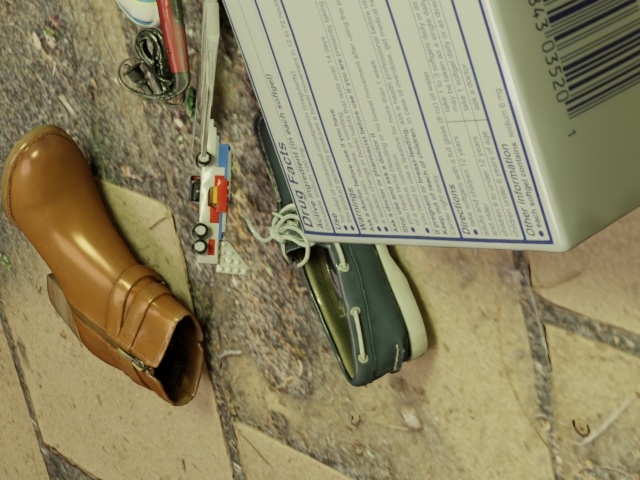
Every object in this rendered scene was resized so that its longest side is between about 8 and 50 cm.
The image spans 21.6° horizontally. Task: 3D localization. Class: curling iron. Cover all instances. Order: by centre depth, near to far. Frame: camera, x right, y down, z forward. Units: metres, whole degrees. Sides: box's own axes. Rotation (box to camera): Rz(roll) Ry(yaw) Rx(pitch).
[{"bbox_3d":[-0.151,-0.248,1.436,0.068,0.035,0.274,-1,102,21],"label":"curling iron"}]

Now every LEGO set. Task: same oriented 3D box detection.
[{"bbox_3d":[-0.086,-0.094,1.450,0.182,0.060,0.244,-94,10,-45],"label":"LEGO set"}]

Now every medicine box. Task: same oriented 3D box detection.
[{"bbox_3d":[0.079,-0.142,1.123,0.289,0.149,0.263,3,116,55],"label":"medicine box"}]

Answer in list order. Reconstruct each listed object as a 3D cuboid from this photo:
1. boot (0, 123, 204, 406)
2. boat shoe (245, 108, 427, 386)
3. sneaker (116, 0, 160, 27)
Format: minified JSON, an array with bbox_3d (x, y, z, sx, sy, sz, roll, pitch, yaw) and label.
[{"bbox_3d":[-0.219,0.032,1.728,0.220,0.109,0.283,36,142,38],"label":"boot"},{"bbox_3d":[0.000,0.000,1.414,0.254,0.079,0.095,65,156,-2],"label":"boat shoe"},{"bbox_3d":[-0.227,-0.284,1.481,0.091,0.126,0.240,-23,93,59],"label":"sneaker"}]
